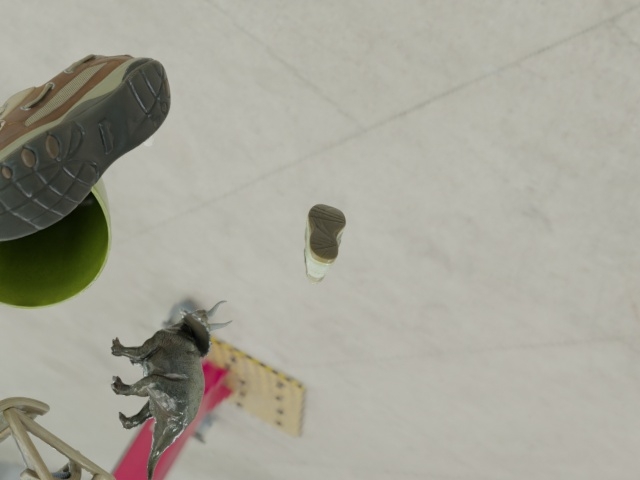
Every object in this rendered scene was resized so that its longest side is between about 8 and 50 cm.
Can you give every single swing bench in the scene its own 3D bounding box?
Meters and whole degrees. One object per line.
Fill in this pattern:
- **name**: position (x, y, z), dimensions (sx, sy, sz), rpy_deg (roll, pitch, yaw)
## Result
- **swing bench**: position (-0.537, 0.411, 1.904), dimensions (0.253, 0.165, 0.254), rpy_deg (-34, 101, 24)

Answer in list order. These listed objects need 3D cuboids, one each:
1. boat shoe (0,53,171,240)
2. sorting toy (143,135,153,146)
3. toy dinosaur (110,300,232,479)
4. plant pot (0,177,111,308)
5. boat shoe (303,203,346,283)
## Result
- **boat shoe**: position (-0.312, -0.116, 1.302), dimensions (0.120, 0.324, 0.122), rpy_deg (22, 135, 27)
- **sorting toy**: position (-0.253, -0.172, 1.584), dimensions (0.083, 0.045, 0.075), rpy_deg (33, 137, 53)
- **toy dinosaur**: position (-0.247, 0.225, 1.818), dimensions (0.160, 0.313, 0.121), rpy_deg (-6, 147, 14)
- **plant pot**: position (-0.475, -0.076, 1.904), dimensions (0.275, 0.275, 0.293), rpy_deg (39, -162, -20)
- **boat shoe**: position (0.002, 0.001, 1.534), dimensions (0.056, 0.153, 0.048), rpy_deg (17, 120, -8)
